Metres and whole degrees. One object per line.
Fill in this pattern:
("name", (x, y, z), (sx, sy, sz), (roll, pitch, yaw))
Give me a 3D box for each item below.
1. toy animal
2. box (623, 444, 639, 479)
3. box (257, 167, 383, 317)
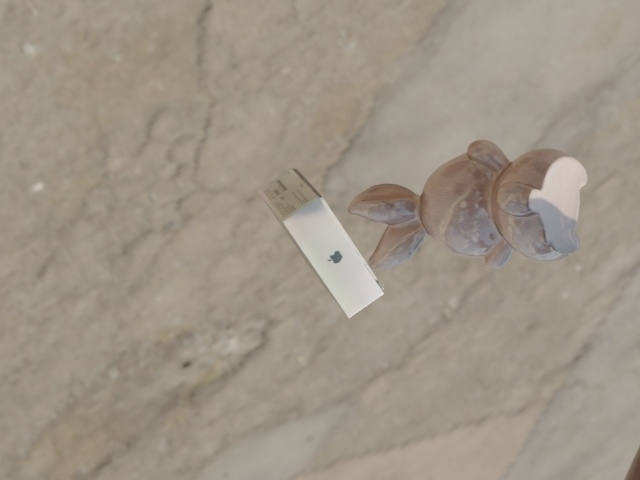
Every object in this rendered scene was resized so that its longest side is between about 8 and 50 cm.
("toy animal", (0.138, -0.037, 1.442), (0.213, 0.124, 0.124), (1, 177, 33))
("box", (0.157, 0.170, 0.503), (0.263, 0.108, 0.403), (6, 110, -47))
("box", (0.000, 0.000, 1.611), (0.051, 0.129, 0.130), (-34, -159, -2))
